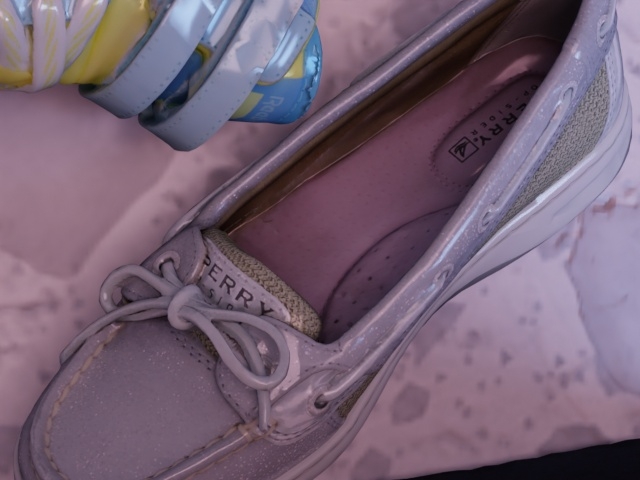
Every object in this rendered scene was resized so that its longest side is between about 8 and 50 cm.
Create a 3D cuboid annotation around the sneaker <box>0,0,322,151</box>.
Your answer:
[{"bbox_3d":[-0.111,-0.080,0.533,0.208,0.127,0.319,47,59,-15],"label":"sneaker"}]

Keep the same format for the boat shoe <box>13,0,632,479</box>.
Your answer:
[{"bbox_3d":[0.003,0.001,0.591,0.320,0.103,0.118,-37,57,-14],"label":"boat shoe"}]

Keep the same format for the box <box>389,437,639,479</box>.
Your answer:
[{"bbox_3d":[0.060,0.263,0.446,0.472,0.480,0.297,-5,93,-14],"label":"box"}]
